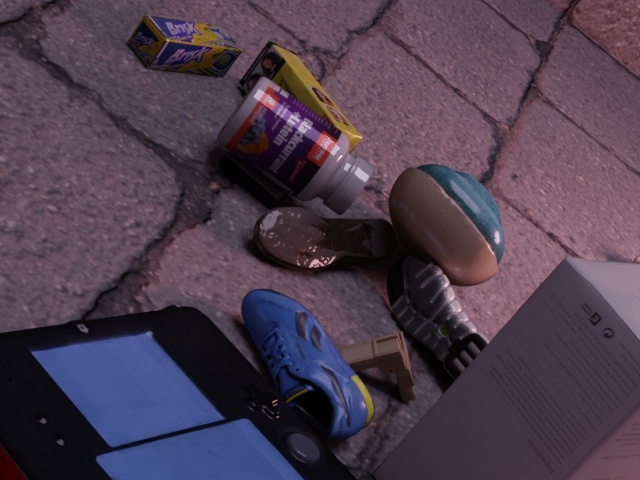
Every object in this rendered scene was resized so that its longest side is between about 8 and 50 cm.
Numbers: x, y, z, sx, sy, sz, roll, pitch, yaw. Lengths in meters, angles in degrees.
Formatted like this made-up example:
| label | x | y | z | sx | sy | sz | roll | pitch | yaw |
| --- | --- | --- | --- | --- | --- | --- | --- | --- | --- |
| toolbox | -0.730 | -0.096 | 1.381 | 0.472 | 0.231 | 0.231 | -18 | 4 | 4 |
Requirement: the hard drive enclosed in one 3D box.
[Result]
| label | x | y | z | sx | sy | sz | roll | pitch | yaw |
| --- | --- | --- | --- | --- | --- | --- | --- | --- | --- |
| hard drive | -0.075 | -0.098 | 2.013 | 0.094 | 0.022 | 0.135 | 40 | 25 | 3 |

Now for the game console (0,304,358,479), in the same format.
| label | x | y | z | sx | sy | sz | roll | pitch | yaw |
| --- | --- | --- | --- | --- | --- | --- | --- | --- | --- |
| game console | -0.142 | 0.197 | 1.398 | 0.342 | 0.060 | 0.386 | 50 | 27 | 21 |

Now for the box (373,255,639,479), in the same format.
| label | x | y | z | sx | sy | sz | roll | pitch | yaw |
| --- | --- | --- | --- | --- | --- | --- | --- | --- | --- |
| box | 0.260 | 0.197 | 1.593 | 0.215 | 0.345 | 0.168 | 5 | 41 | -50 |

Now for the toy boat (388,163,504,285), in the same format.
| label | x | y | z | sx | sy | sz | roll | pitch | yaw |
| --- | --- | --- | --- | --- | --- | --- | --- | --- | --- |
| toy boat | 0.227 | 0.017 | 2.029 | 0.318 | 0.148 | 0.267 | 50 | -4 | -1 |

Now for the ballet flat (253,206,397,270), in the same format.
| label | x | y | z | sx | sy | sz | roll | pitch | yaw |
| --- | --- | --- | --- | --- | --- | --- | --- | --- | --- |
| ballet flat | 0.000 | 0.000 | 1.924 | 0.250 | 0.058 | 0.084 | -1 | 81 | -46 |

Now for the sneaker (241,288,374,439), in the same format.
| label | x | y | z | sx | sy | sz | roll | pitch | yaw |
| --- | --- | --- | --- | --- | --- | --- | --- | --- | --- |
| sneaker | -0.028 | 0.134 | 1.640 | 0.209 | 0.069 | 0.082 | 49 | 31 | 21 |

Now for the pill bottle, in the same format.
| label | x | y | z | sx | sy | sz | roll | pitch | yaw |
| --- | --- | --- | --- | --- | --- | --- | --- | --- | --- |
| pill bottle | -0.030 | -0.120 | 1.954 | 0.193 | 0.108 | 0.108 | 35 | 26 | -8 |

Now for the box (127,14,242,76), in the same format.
| label | x | y | z | sx | sy | sz | roll | pitch | yaw |
| --- | --- | --- | --- | --- | --- | --- | --- | --- | --- |
| box | -0.192 | -0.277 | 2.117 | 0.169 | 0.054 | 0.059 | -2 | 47 | -53 |

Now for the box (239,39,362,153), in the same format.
| label | x | y | z | sx | sy | sz | roll | pitch | yaw |
| --- | --- | --- | --- | --- | --- | --- | --- | --- | --- |
| box | -0.031 | -0.186 | 2.113 | 0.058 | 0.087 | 0.232 | 20 | 26 | -42 |

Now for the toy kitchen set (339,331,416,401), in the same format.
| label | x | y | z | sx | sy | sz | roll | pitch | yaw |
| --- | --- | --- | --- | --- | --- | --- | --- | --- | --- |
| toy kitchen set | 0.069 | 0.148 | 1.790 | 0.068 | 0.075 | 0.083 | -96 | 169 | -52 |

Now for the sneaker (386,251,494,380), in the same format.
| label | x | y | z | sx | sy | sz | roll | pitch | yaw |
| --- | --- | --- | --- | --- | --- | --- | --- | --- | --- |
| sneaker | 0.179 | 0.120 | 1.946 | 0.132 | 0.086 | 0.228 | 28 | 23 | -52 |

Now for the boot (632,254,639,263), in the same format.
| label | x | y | z | sx | sy | sz | roll | pitch | yaw |
| --- | --- | --- | --- | --- | --- | --- | --- | --- | --- |
| boot | 0.584 | 0.092 | 2.512 | 0.165 | 0.077 | 0.213 | 51 | 23 | 24 |
